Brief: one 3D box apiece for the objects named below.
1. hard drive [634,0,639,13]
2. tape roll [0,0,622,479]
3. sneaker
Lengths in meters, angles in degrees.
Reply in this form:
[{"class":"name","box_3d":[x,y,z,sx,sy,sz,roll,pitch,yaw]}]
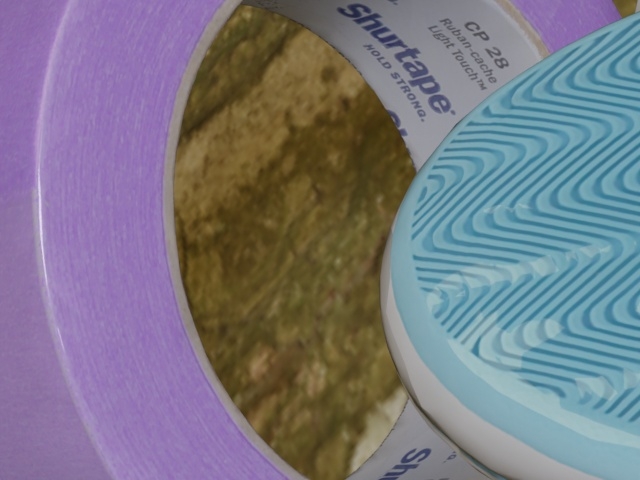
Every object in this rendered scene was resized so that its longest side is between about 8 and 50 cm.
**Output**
[{"class":"hard drive","box_3d":[0.282,-0.194,0.723,0.353,0.047,0.233,-20,41,42]},{"class":"tape roll","box_3d":[0.000,0.000,0.654,0.090,0.275,0.275,-10,48,49]},{"class":"sneaker","box_3d":[0.175,0.046,0.387,0.319,0.208,0.127,-2,55,4]}]
